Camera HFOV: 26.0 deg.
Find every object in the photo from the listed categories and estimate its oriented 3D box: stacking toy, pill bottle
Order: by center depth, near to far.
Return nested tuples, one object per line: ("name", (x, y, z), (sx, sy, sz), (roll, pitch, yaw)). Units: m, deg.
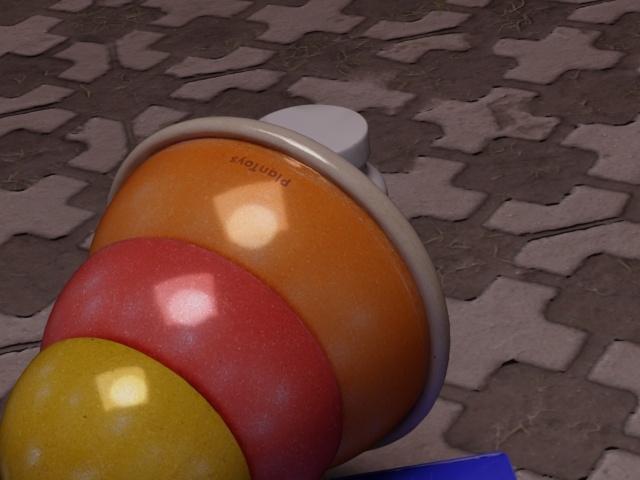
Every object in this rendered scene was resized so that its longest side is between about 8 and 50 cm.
("stacking toy", (-0.142, 0.148, 1.099), (0.350, 0.350, 0.480), (12, 37, 29))
("pill bottle", (0.000, 0.000, 1.467), (0.153, 0.265, 0.153), (-6, 31, 3))

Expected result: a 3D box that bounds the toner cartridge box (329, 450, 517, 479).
("toner cartridge box", (0.110, 0.313, 1.102), (0.165, 0.075, 0.348), (-9, 30, -2))
